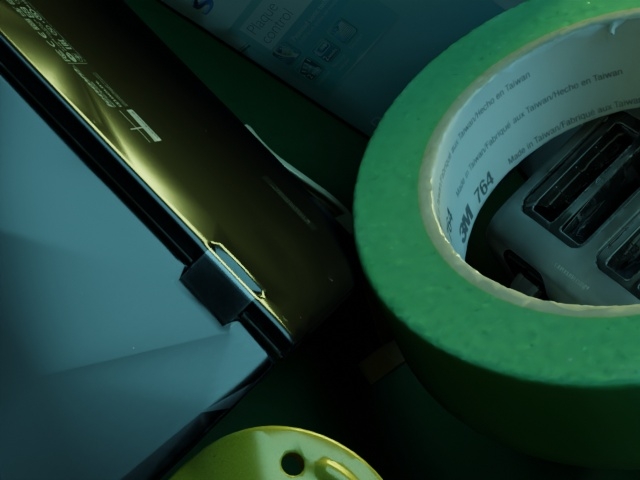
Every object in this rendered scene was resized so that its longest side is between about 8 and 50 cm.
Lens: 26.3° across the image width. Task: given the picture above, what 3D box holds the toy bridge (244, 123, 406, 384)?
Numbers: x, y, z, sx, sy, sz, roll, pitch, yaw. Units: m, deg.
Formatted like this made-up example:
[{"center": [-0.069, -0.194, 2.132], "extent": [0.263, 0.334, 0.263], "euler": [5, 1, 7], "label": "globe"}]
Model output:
[{"center": [0.000, 0.000, 0.855], "extent": [0.188, 0.026, 0.063], "euler": [53, 37, 12], "label": "toy bridge"}]

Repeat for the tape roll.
[{"center": [0.179, -0.027, 0.766], "extent": [0.321, 0.321, 0.077], "euler": [-88, 159, -45], "label": "tape roll"}]

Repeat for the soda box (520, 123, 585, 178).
[{"center": [0.263, -0.142, 1.019], "extent": [0.091, 0.286, 0.098], "euler": [-17, 66, -49], "label": "soda box"}]

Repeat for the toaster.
[{"center": [0.224, 0.005, 0.871], "extent": [0.168, 0.185, 0.110], "euler": [44, -2, 46], "label": "toaster"}]

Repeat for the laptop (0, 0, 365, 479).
[{"center": [-0.211, -0.021, 0.663], "extent": [0.382, 0.236, 0.408], "euler": [46, 12, 2], "label": "laptop"}]

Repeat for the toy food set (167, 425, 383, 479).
[{"center": [-0.017, 0.197, 0.615], "extent": [0.128, 0.071, 0.218], "euler": [-2, 65, -19], "label": "toy food set"}]

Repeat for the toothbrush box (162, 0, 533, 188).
[{"center": [0.063, -0.196, 0.944], "extent": [0.295, 0.216, 0.126], "euler": [33, 38, -16], "label": "toothbrush box"}]
